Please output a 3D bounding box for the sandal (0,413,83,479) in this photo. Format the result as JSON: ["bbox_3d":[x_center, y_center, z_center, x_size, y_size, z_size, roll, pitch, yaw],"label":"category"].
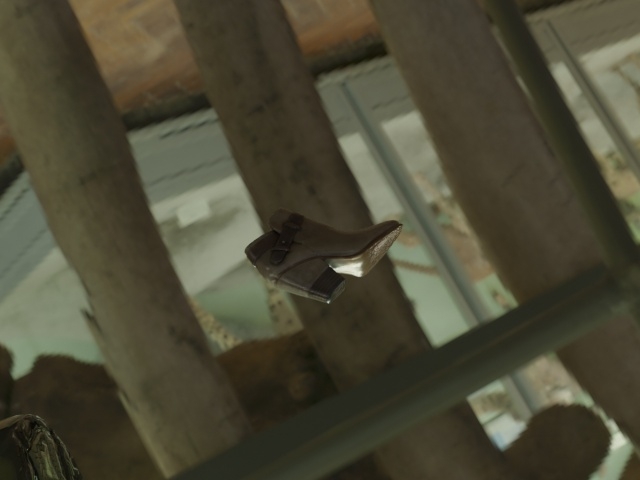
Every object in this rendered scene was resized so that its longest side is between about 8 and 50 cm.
[{"bbox_3d":[-0.139,0.225,0.479,0.086,0.303,0.120,3,179,-1],"label":"sandal"}]

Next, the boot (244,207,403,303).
[{"bbox_3d":[0.000,0.000,0.945,0.118,0.087,0.042,-40,153,-37],"label":"boot"}]
